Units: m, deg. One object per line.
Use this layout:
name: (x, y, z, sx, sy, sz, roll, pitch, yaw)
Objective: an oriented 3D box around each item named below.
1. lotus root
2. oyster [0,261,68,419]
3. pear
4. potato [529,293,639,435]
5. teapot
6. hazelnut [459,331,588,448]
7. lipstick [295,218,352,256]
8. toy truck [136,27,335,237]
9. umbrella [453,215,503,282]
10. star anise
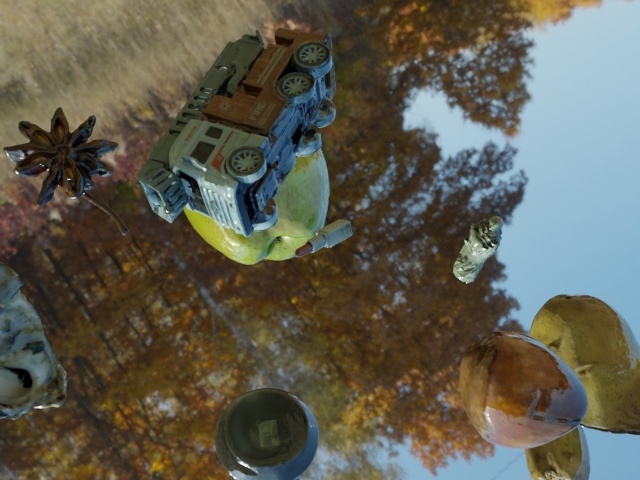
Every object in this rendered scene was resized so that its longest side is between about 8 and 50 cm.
lotus root: (0.609, 0.533, 1.862, 0.160, 0.146, 0.284, -18, -156, 24)
oyster: (-0.436, 0.134, 0.979, 0.094, 0.294, 0.166, 12, -150, 23)
pear: (-0.147, -0.126, 1.718, 0.391, 0.391, 0.391, -30, -167, 8)
potato: (0.714, 0.287, 1.774, 0.397, 0.295, 0.290, 5, -166, 34)
teapot: (-0.158, 0.673, 2.185, 0.306, 0.361, 0.375, -5, -126, -8)
hazelnut: (0.245, 0.177, 0.872, 0.150, 0.150, 0.150, -30, -167, 8)
lipstick: (0.000, 0.000, 1.283, 0.129, 0.030, 0.030, -28, -151, -36)
toy truck: (-0.113, -0.152, 1.008, 0.185, 0.133, 0.338, 19, -119, 17)
umbrella: (0.288, 0.014, 1.309, 0.067, 0.062, 0.143, -89, -158, -53)
star anise: (-0.410, -0.106, 1.153, 0.177, 0.233, 0.073, -5, 152, -20)
